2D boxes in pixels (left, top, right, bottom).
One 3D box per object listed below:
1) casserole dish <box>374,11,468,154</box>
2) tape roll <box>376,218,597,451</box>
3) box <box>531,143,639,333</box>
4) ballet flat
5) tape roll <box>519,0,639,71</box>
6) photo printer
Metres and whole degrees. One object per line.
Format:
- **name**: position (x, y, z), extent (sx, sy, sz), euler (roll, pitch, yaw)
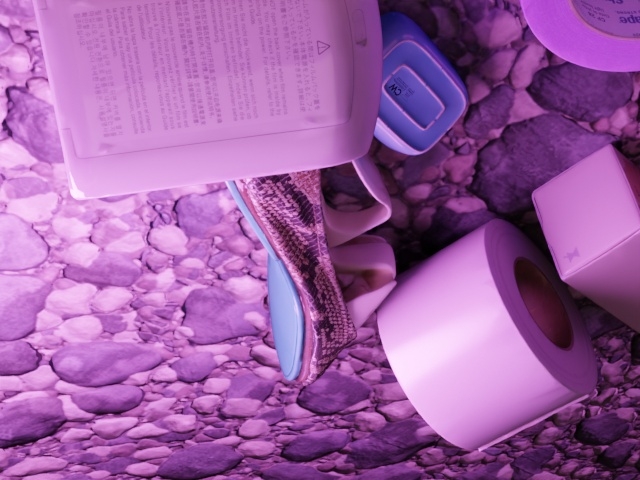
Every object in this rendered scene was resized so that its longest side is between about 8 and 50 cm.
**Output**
- **casserole dish**: position (0.090, -0.157, 1.249), extent (0.114, 0.037, 0.188), euler (-47, 134, 4)
- **tape roll**: position (0.209, 0.116, 1.482), extent (0.169, 0.246, 0.246), euler (-33, 136, 26)
- **box**: position (0.412, 0.025, 1.489), extent (0.121, 0.148, 0.311), euler (-35, 136, 27)
- **ballet flat**: position (0.000, 0.000, 1.377), extent (0.182, 0.164, 0.482), euler (-18, 138, -4)
- **tape roll**: position (0.314, -0.290, 1.124), extent (0.275, 0.090, 0.274), euler (-6, 141, -5)
- **photo printer**: position (-0.097, -0.178, 1.099), extent (0.308, 0.107, 0.255), euler (-8, 112, -2)
